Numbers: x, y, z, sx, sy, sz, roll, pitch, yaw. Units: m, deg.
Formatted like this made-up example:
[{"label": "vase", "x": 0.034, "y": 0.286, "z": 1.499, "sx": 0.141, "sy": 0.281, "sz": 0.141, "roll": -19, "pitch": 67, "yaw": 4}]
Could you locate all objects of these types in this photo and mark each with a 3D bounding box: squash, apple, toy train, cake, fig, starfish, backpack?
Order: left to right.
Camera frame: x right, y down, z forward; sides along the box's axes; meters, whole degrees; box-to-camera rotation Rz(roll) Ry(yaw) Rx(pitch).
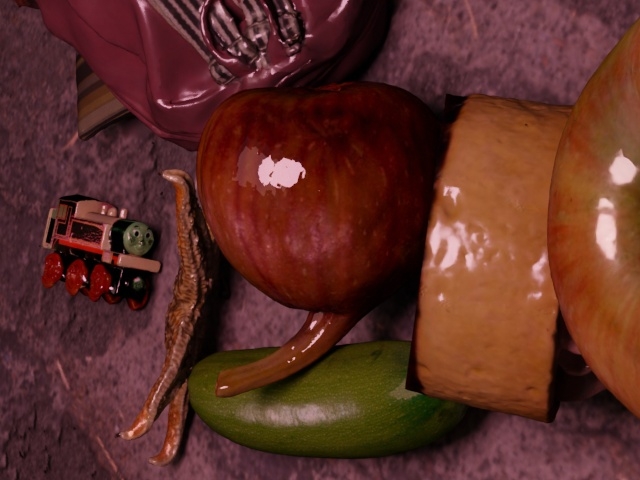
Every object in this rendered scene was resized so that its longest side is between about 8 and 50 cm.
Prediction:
[{"label": "toy train", "x": -0.186, "y": 0.009, "z": 1.562, "sx": 0.138, "sy": 0.050, "sz": 0.087, "roll": 12, "pitch": 90, "yaw": 50}, {"label": "starfish", "x": -0.106, "y": 0.065, "z": 1.413, "sx": 0.050, "sy": 0.138, "sz": 0.247, "roll": 9, "pitch": 97, "yaw": 10}, {"label": "backpack", "x": -0.095, "y": -0.225, "z": 1.357, "sx": 0.283, "sy": 0.197, "sz": 0.317, "roll": -33, "pitch": 66, "yaw": 9}, {"label": "squash", "x": 0.004, "y": 0.112, "z": 1.291, "sx": 0.292, "sy": 0.082, "sz": 0.082, "roll": -7, "pitch": 78, "yaw": 52}, {"label": "fig", "x": 0.007, "y": -0.004, "z": 1.248, "sx": 0.175, "sy": 0.175, "sz": 0.207, "roll": -4, "pitch": 92, "yaw": 50}, {"label": "cake", "x": 0.146, "y": 0.010, "z": 1.092, "sx": 0.208, "sy": 0.178, "sz": 0.185, "roll": -82, "pitch": -2, "yaw": -70}, {"label": "apple", "x": 0.250, "y": -0.016, "z": 0.888, "sx": 0.264, "sy": 0.264, "sz": 0.264, "roll": -11, "pitch": 76, "yaw": 49}]

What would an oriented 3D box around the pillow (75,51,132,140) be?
[{"label": "pillow", "x": -0.138, "y": -0.211, "z": 1.537, "sx": 0.208, "sy": 0.052, "sz": 0.212, "roll": -20, "pitch": 65, "yaw": 40}]
